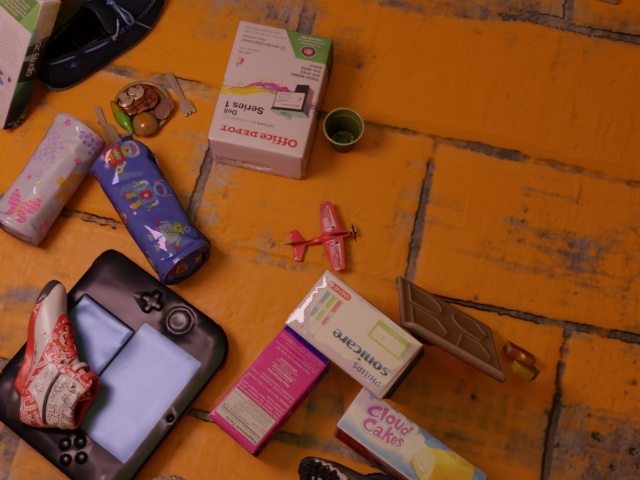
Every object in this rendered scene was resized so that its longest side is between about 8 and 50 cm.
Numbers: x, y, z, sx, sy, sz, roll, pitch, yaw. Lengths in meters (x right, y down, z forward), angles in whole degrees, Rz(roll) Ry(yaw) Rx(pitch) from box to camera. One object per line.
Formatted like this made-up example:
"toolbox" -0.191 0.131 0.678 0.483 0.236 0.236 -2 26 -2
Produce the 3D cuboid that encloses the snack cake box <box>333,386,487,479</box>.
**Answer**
"snack cake box" 0.156 0.385 1.617 0.264 0.152 0.089 35 75 9

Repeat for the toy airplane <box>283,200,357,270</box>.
"toy airplane" 0.000 0.000 1.804 0.151 0.028 0.151 0 71 0

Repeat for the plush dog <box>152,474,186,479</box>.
"plush dog" -0.263 0.533 1.515 0.225 0.210 0.262 -25 75 -29

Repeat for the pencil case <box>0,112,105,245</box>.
"pencil case" -0.548 -0.123 1.797 0.124 0.113 0.273 24 73 28

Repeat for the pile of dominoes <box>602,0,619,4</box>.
"pile of dominoes" 0.586 -0.645 2.009 0.251 0.040 0.195 17 73 5

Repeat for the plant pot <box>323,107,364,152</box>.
"plant pot" 0.047 -0.218 1.847 0.083 0.079 0.083 0 72 0

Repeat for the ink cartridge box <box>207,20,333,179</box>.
"ink cartridge box" -0.099 -0.288 1.849 0.202 0.117 0.278 12 73 4

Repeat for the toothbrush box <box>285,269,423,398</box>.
"toothbrush box" 0.071 0.176 1.606 0.206 0.283 0.122 38 88 12

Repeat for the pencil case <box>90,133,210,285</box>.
"pencil case" -0.331 -0.062 1.776 0.133 0.119 0.306 -29 74 -20

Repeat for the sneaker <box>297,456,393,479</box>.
"sneaker" 0.071 0.454 1.636 0.234 0.106 0.078 19 100 27

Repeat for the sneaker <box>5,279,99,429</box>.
"sneaker" -0.469 0.214 1.657 0.145 0.090 0.270 10 74 7

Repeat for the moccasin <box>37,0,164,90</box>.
"moccasin" -0.457 -0.451 1.899 0.138 0.117 0.342 37 76 11

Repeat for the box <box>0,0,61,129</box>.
"box" -0.654 -0.416 1.803 0.232 0.322 0.058 43 39 12

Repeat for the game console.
"game console" -0.399 0.249 1.707 0.342 0.060 0.386 35 75 10

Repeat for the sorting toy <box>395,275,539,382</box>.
"sorting toy" 0.270 0.187 1.650 0.307 0.229 0.041 30 107 -9

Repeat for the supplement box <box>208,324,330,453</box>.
"supplement box" -0.092 0.281 1.670 0.114 0.111 0.220 40 77 11

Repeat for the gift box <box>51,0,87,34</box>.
"gift box" -0.584 -0.648 1.892 0.258 0.255 0.276 -42 83 -10

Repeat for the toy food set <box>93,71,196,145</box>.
"toy food set" -0.374 -0.281 1.886 0.192 0.038 0.132 -28 74 -9
